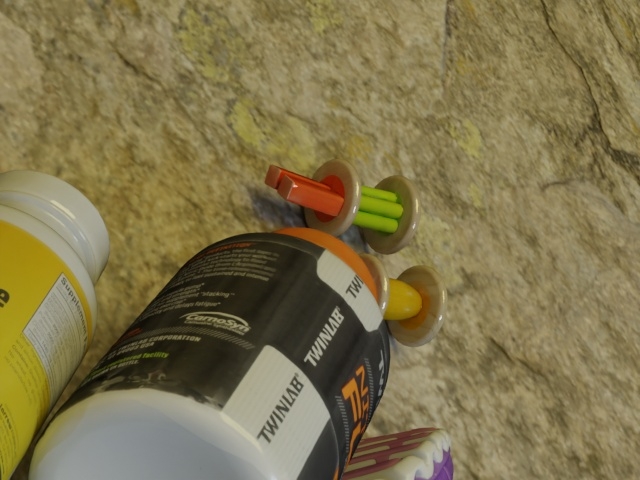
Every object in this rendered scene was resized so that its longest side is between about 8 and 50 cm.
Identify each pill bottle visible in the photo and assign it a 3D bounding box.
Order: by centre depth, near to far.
[{"bbox_3d":[-0.164,0.047,0.767,0.103,0.103,0.184,41,37,-13],"label":"pill bottle"},{"bbox_3d":[-0.040,0.076,0.837,0.130,0.130,0.245,46,27,-6],"label":"pill bottle"}]

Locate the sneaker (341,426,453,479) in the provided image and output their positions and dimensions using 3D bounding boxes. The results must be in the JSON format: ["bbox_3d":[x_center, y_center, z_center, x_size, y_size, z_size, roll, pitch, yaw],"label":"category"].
[{"bbox_3d":[0.019,0.179,0.866,0.104,0.095,0.236,65,25,-12],"label":"sneaker"}]

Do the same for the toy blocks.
[{"bbox_3d":[0.000,0.000,1.025,0.148,0.054,0.123,13,51,-40],"label":"toy blocks"}]
